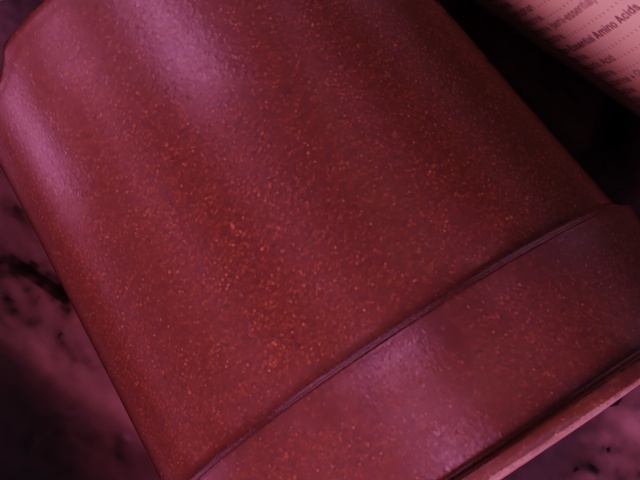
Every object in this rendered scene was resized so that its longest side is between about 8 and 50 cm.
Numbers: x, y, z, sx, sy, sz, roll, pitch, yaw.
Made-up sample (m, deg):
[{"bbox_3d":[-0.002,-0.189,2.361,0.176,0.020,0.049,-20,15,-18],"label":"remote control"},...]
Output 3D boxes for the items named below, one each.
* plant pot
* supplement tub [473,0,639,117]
[{"bbox_3d":[0.000,0.000,0.446,0.167,0.167,0.165,-28,78,-25],"label":"plant pot"},{"bbox_3d":[0.102,-0.177,0.484,0.325,0.235,0.235,34,67,-8],"label":"supplement tub"}]
